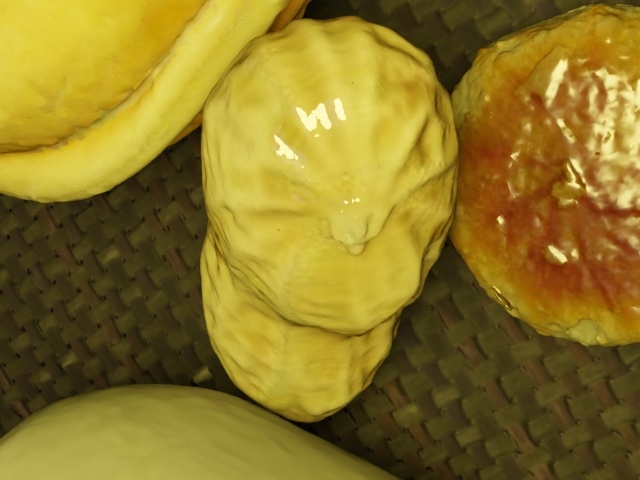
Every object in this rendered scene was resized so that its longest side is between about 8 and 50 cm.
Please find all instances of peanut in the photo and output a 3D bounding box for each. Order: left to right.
[{"bbox_3d":[0.000,0.000,0.737,0.325,0.140,0.153,98,148,-53],"label":"peanut"}]

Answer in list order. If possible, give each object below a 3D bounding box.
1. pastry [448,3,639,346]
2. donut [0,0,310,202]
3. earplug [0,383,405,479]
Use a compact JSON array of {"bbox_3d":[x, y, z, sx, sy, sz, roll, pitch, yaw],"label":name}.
[{"bbox_3d":[0.155,-0.035,0.730,0.182,0.093,0.193,-22,92,28],"label":"pastry"},{"bbox_3d":[-0.161,-0.246,0.746,0.448,0.198,0.449,5,99,33],"label":"donut"},{"bbox_3d":[-0.050,0.264,0.747,0.394,0.312,0.313,26,110,13],"label":"earplug"}]
